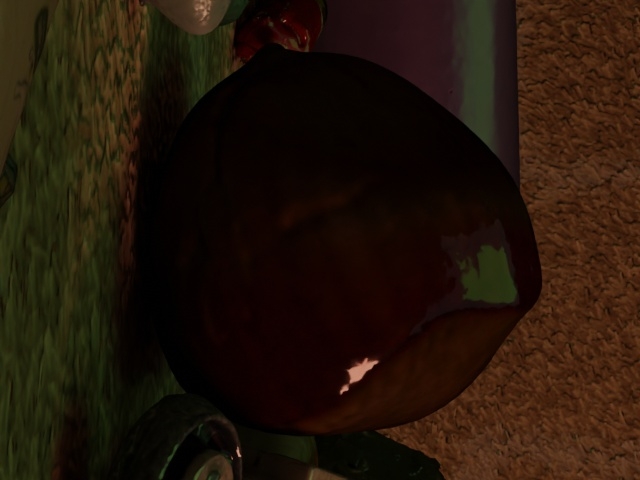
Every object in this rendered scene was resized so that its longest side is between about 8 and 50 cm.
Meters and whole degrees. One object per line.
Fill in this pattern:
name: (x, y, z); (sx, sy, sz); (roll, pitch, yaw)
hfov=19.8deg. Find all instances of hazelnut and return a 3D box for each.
hazelnut: (0.000, 0.000, 0.990); (0.229, 0.229, 0.229); (5, 90, -85)

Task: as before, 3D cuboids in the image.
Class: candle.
candle: (-0.027, -0.143, 1.256); (0.130, 0.052, 0.052); (-68, 162, -68)

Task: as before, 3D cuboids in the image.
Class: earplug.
earplug: (0.062, -0.162, 1.460); (0.215, 0.215, 0.455); (-68, 159, -72)

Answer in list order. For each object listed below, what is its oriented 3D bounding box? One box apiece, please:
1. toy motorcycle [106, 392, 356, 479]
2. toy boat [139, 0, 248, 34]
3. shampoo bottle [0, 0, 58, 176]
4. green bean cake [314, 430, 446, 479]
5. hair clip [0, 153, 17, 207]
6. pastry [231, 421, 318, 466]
toy motorcycle: (-0.041, 0.211, 0.934); (0.341, 0.108, 0.223); (38, 65, -63)
toy boat: (-0.036, -0.215, 0.895); (0.155, 0.085, 0.227); (-53, 148, -79)
shampoo bottle: (-0.106, 0.001, 0.320); (0.118, 0.087, 0.234); (94, 4, -52)
green bean cake: (0.009, 0.251, 1.235); (0.222, 0.125, 0.227); (-56, -163, 17)
hair clip: (-0.116, 0.063, 0.568); (0.066, 0.036, 0.229); (-70, 172, -52)
pastry: (-0.052, 0.176, 1.123); (0.166, 0.088, 0.165); (9, 90, -83)
